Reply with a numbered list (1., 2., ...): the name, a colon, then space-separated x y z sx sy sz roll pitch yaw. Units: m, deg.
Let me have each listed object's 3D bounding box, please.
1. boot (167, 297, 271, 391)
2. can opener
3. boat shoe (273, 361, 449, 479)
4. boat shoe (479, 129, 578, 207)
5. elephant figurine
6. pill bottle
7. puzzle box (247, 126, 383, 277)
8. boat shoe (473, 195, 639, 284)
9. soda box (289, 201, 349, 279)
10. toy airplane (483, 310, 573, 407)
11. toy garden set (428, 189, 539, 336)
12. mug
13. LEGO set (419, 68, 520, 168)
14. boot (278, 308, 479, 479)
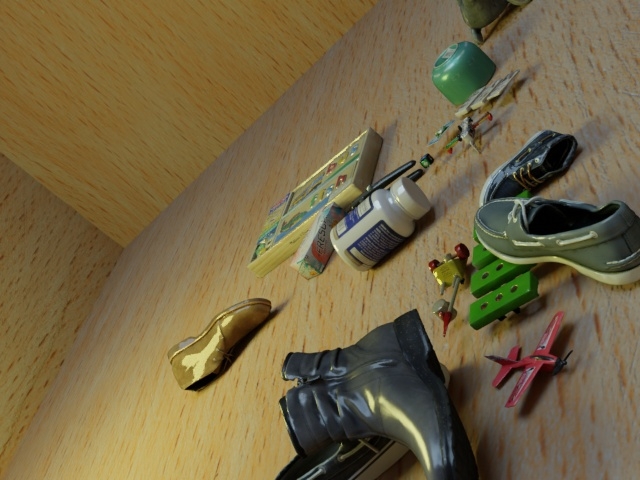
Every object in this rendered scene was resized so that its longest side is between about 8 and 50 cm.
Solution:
1. boot: -0.221 0.244 2.044 0.305 0.112 0.115 -38 51 21
2. can opener: 0.141 -0.114 1.923 0.186 0.059 0.073 -40 20 28
3. boat shoe: 0.053 0.273 1.276 0.306 0.105 0.113 -45 18 12
4. boat shoe: 0.337 -0.109 1.442 0.183 0.065 0.083 -49 17 -3
5. elephant figurine: 0.443 -0.626 2.122 0.239 0.186 0.169 -22 58 2
6. pill bottle: 0.120 -0.035 1.729 0.186 0.112 0.112 -41 20 24
7. puzzle box: -0.014 -0.098 2.267 0.409 0.052 0.272 -37 21 33
8. boat shoe: 0.313 -0.028 1.198 0.116 0.099 0.319 -44 28 -13
9. soda box: 0.000 0.000 2.027 0.063 0.058 0.183 -27 29 50
10. toy airplane: 0.264 0.159 1.136 0.151 0.028 0.151 -43 18 17
11. toy garden set: 0.251 0.057 1.348 0.204 0.049 0.244 -35 23 32
12. mug: 0.307 -0.380 2.007 0.157 0.097 0.129 -32 25 41
13. LEGO set: 0.310 -0.239 1.834 0.244 0.060 0.182 -48 11 -20
14. boot: 0.066 0.241 1.145 0.222 0.118 0.338 -22 27 5
